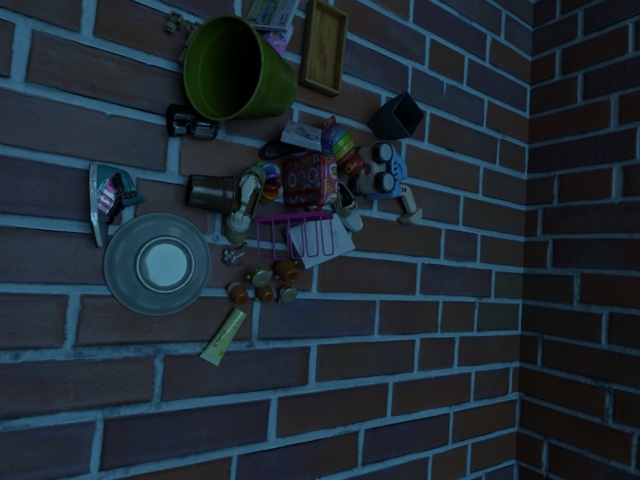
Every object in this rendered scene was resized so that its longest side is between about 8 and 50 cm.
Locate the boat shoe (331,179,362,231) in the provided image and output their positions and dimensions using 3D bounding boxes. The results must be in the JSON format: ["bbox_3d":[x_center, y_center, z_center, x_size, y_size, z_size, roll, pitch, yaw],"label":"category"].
[{"bbox_3d":[0.126,-0.163,2.084,0.113,0.103,0.302,-47,114,-25],"label":"boat shoe"}]

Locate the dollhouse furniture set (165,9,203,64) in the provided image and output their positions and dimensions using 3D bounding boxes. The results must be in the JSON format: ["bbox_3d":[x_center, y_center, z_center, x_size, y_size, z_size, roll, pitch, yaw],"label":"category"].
[{"bbox_3d":[-0.549,-0.774,1.671,0.161,0.101,0.182,24,75,-6],"label":"dollhouse furniture set"}]

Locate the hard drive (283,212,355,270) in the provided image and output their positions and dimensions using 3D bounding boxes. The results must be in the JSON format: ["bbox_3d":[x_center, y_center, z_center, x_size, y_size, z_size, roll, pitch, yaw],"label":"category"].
[{"bbox_3d":[0.000,0.000,1.985,0.307,0.040,0.203,-20,77,-36],"label":"hard drive"}]

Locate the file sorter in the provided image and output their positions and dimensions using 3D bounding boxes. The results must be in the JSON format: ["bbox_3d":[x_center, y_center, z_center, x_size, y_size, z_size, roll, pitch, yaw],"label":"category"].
[{"bbox_3d":[-0.102,-0.014,1.777,0.202,0.291,0.182,5,81,-76],"label":"file sorter"}]

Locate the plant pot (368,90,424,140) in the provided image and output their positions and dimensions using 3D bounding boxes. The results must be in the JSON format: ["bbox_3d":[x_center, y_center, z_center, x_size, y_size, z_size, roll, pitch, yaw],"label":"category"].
[{"bbox_3d":[0.370,-0.617,2.176,0.165,0.234,0.166,43,66,-25],"label":"plant pot"}]

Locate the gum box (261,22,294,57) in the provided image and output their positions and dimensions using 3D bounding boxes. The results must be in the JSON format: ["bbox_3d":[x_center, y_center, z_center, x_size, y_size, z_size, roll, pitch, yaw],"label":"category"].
[{"bbox_3d":[-0.193,-0.921,1.888,0.107,0.062,0.188,36,68,-50],"label":"gum box"}]

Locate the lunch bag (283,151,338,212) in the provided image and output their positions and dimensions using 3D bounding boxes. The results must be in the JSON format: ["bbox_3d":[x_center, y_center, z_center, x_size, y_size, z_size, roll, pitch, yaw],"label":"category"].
[{"bbox_3d":[-0.047,-0.242,1.859,0.120,0.293,0.258,-2,90,-38],"label":"lunch bag"}]

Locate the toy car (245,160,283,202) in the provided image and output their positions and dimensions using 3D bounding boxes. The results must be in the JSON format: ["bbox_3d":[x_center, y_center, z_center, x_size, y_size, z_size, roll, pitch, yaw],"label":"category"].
[{"bbox_3d":[-0.229,-0.255,1.828,0.159,0.136,0.182,-13,96,-33],"label":"toy car"}]

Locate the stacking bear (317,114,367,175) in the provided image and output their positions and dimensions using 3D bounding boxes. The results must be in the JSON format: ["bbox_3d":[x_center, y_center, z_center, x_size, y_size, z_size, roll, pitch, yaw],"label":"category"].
[{"bbox_3d":[0.093,-0.430,2.005,0.289,0.175,0.164,48,31,-11],"label":"stacking bear"}]

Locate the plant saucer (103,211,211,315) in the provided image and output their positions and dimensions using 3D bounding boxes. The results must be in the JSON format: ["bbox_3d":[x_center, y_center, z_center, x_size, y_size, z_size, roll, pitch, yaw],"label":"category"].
[{"bbox_3d":[-0.595,0.091,1.602,0.400,0.100,0.400,0,89,-33],"label":"plant saucer"}]

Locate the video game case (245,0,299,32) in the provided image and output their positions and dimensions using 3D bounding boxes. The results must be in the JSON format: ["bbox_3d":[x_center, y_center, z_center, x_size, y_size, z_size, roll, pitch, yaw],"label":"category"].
[{"bbox_3d":[-0.202,-1.011,1.840,0.026,0.206,0.227,53,53,-69],"label":"video game case"}]

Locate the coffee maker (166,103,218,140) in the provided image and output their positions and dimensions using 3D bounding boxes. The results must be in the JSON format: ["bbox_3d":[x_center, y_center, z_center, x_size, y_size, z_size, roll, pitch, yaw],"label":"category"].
[{"bbox_3d":[-0.510,-0.483,1.672,0.178,0.120,0.171,-1,65,-35],"label":"coffee maker"}]

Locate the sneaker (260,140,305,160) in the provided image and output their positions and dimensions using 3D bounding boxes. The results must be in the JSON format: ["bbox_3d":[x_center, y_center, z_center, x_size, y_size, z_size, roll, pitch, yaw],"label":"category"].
[{"bbox_3d":[-0.153,-0.419,1.888,0.227,0.130,0.087,-19,98,-30],"label":"sneaker"}]

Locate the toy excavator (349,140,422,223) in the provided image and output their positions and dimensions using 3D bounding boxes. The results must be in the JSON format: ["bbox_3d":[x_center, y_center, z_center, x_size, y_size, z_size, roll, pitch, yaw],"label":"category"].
[{"bbox_3d":[0.377,-0.291,2.209,0.445,0.222,0.433,-7,95,-42],"label":"toy excavator"}]

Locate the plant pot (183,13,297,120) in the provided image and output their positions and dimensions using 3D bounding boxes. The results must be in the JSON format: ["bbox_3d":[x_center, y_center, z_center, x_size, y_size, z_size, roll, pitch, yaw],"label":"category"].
[{"bbox_3d":[-0.277,-0.633,1.666,0.353,0.366,0.366,-12,97,-62],"label":"plant pot"}]

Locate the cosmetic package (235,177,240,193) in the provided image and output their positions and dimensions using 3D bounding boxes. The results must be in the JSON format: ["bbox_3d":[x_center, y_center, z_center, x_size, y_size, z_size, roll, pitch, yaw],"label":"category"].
[{"bbox_3d":[-0.341,-0.205,1.800,0.041,0.060,0.115,-43,110,-25],"label":"cosmetic package"}]

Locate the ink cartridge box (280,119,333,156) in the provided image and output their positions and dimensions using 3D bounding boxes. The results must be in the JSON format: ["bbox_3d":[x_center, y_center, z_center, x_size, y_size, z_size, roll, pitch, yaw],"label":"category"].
[{"bbox_3d":[-0.048,-0.441,1.801,0.224,0.223,0.045,15,118,-7],"label":"ink cartridge box"}]

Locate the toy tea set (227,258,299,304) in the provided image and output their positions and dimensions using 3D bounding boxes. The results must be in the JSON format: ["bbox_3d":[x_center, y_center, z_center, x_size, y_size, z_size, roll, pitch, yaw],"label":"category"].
[{"bbox_3d":[-0.244,0.177,1.851,0.336,0.124,0.200,1,118,-37],"label":"toy tea set"}]

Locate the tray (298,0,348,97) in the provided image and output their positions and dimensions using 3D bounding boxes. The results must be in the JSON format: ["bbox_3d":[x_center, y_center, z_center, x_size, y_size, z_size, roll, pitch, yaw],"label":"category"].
[{"bbox_3d":[0.016,-0.924,2.042,0.203,0.076,0.411,9,85,-34],"label":"tray"}]

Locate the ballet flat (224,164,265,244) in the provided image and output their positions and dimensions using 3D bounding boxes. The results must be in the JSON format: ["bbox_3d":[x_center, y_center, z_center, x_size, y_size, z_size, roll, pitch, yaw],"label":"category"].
[{"bbox_3d":[-0.314,-0.141,1.725,0.123,0.123,0.348,14,102,-33],"label":"ballet flat"}]

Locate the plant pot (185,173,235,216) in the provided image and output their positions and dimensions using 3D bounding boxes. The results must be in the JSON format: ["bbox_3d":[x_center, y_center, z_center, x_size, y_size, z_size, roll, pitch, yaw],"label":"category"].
[{"bbox_3d":[-0.441,-0.188,1.683,0.165,0.167,0.167,6,86,-25],"label":"plant pot"}]

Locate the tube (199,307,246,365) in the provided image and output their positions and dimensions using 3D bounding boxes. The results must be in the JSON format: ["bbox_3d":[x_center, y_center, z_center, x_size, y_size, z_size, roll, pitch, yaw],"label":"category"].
[{"bbox_3d":[-0.394,0.396,1.758,0.070,0.062,0.240,29,75,12],"label":"tube"}]

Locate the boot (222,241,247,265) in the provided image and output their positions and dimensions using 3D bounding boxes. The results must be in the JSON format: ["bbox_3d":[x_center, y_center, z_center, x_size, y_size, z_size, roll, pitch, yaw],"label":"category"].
[{"bbox_3d":[-0.365,0.051,1.793,0.087,0.042,0.118,20,72,-25],"label":"boot"}]

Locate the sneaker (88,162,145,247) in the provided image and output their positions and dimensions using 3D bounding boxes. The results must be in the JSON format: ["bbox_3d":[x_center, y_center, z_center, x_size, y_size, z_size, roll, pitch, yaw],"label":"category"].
[{"bbox_3d":[-0.722,-0.124,1.512,0.178,0.124,0.295,-2,89,-24],"label":"sneaker"}]
